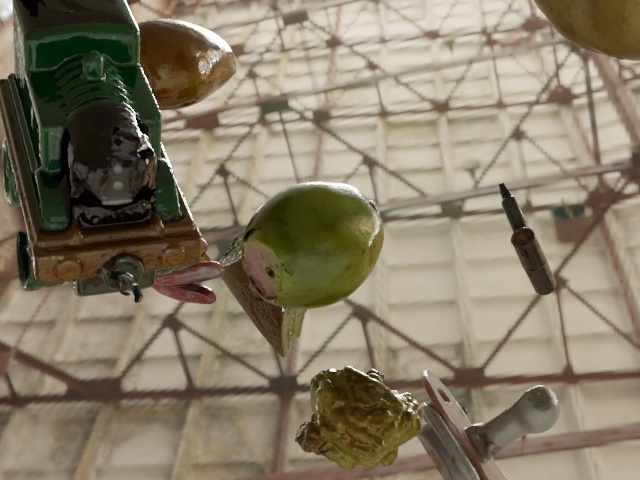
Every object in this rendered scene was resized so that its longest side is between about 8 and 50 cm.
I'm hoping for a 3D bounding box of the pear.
[{"bbox_3d":[0.000,0.000,1.610,0.220,0.187,0.187,-21,-154,-28],"label":"pear"}]

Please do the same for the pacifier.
[{"bbox_3d":[0.301,0.368,2.066,0.273,0.220,0.332,-24,-108,-27],"label":"pacifier"}]

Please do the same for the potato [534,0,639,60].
[{"bbox_3d":[0.271,-0.365,1.206,0.397,0.295,0.290,24,-151,34],"label":"potato"}]

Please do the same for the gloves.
[{"bbox_3d":[-0.230,0.002,1.494,0.126,0.145,0.241,-32,-108,-9],"label":"gloves"}]

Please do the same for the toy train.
[{"bbox_3d":[-0.245,-0.109,1.192,0.178,0.249,0.429,-6,-141,-20],"label":"toy train"}]

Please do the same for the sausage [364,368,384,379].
[{"bbox_3d":[0.064,0.289,1.935,0.030,0.035,0.147,18,-111,35],"label":"sausage"}]

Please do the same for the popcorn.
[{"bbox_3d":[0.059,0.279,1.725,0.198,0.155,0.197,14,173,2],"label":"popcorn"}]

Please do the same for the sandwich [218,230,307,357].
[{"bbox_3d":[-0.086,0.097,2.116,0.128,0.235,0.122,-19,-159,47],"label":"sandwich"}]

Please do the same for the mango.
[{"bbox_3d":[-0.211,-0.256,1.596,0.152,0.120,0.221,24,-157,10],"label":"mango"}]

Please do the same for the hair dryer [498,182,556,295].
[{"bbox_3d":[0.378,-0.014,2.086,0.050,0.173,0.194,-22,-132,10],"label":"hair dryer"}]
